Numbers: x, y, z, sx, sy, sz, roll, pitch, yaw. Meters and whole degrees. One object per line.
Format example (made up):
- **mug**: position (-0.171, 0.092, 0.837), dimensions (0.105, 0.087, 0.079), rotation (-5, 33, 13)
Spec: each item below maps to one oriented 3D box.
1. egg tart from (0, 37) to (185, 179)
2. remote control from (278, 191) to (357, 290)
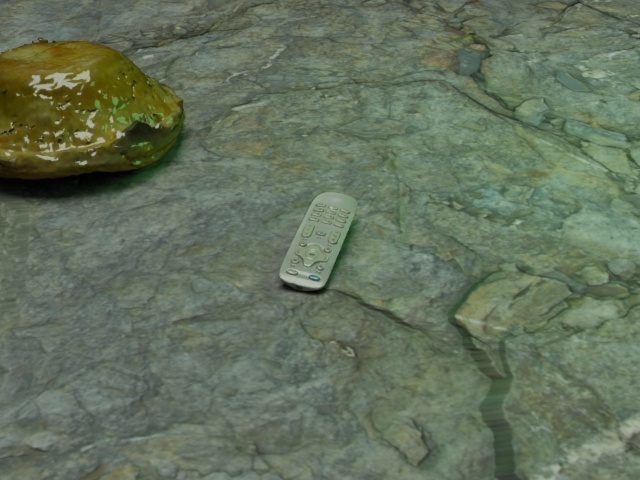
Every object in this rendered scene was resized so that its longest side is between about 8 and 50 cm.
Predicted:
- **egg tart**: position (-0.461, -0.255, 1.766), dimensions (0.443, 0.178, 0.443), rotation (-1, 30, 1)
- **remote control**: position (0.000, 0.000, 1.477), dimensions (0.073, 0.044, 0.229), rotation (15, 43, 7)
